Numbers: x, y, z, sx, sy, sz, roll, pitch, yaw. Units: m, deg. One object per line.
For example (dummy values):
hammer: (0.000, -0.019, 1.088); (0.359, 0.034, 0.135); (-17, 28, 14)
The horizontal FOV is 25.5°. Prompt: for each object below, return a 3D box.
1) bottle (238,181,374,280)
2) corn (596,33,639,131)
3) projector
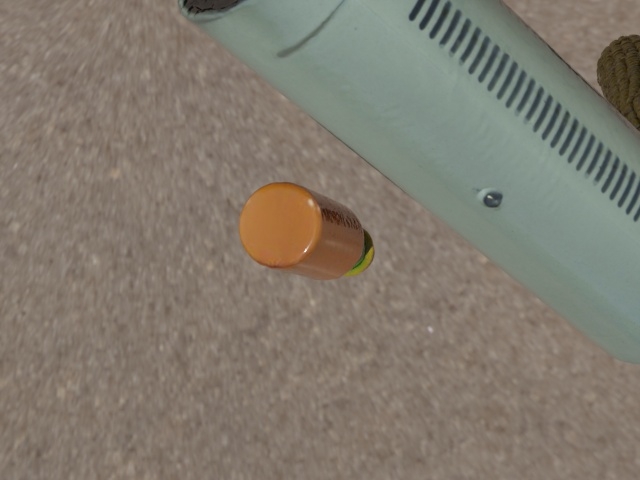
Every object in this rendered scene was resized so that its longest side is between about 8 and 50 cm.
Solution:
bottle: (0.000, 0.000, 1.113); (0.069, 0.187, 0.069); (-3, 81, 20)
corn: (0.380, -0.167, 1.640); (0.106, 0.293, 0.106); (-1, 120, -1)
projector: (0.084, -0.058, 0.714); (0.337, 0.108, 0.108); (36, 96, -31)
